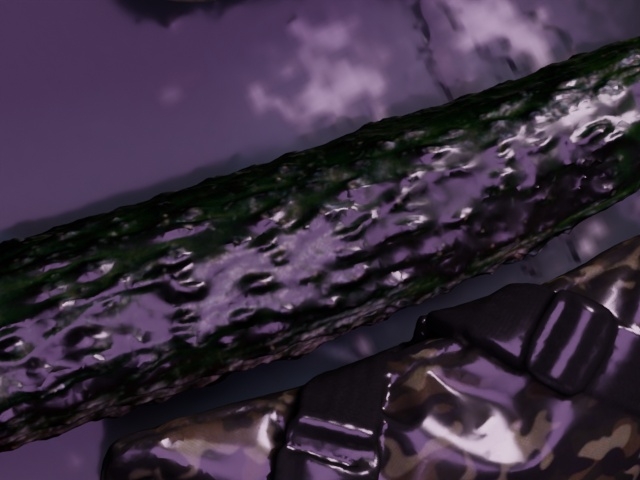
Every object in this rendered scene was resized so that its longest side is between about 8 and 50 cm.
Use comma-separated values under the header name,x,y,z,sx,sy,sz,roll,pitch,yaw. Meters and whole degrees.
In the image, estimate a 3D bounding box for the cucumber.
name,x,y,z,sx,sy,sz,roll,pitch,yaw
cucumber,0.000,0.000,0.498,0.293,0.067,0.067,-19,97,-7

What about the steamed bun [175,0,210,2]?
name,x,y,z,sx,sy,sz,roll,pitch,yaw
steamed bun,0.020,-0.188,0.421,0.250,0.155,0.200,-24,80,-1

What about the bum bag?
name,x,y,z,sx,sy,sz,roll,pitch,yaw
bum bag,0.043,0.065,0.505,0.248,0.069,0.102,-23,110,-9
